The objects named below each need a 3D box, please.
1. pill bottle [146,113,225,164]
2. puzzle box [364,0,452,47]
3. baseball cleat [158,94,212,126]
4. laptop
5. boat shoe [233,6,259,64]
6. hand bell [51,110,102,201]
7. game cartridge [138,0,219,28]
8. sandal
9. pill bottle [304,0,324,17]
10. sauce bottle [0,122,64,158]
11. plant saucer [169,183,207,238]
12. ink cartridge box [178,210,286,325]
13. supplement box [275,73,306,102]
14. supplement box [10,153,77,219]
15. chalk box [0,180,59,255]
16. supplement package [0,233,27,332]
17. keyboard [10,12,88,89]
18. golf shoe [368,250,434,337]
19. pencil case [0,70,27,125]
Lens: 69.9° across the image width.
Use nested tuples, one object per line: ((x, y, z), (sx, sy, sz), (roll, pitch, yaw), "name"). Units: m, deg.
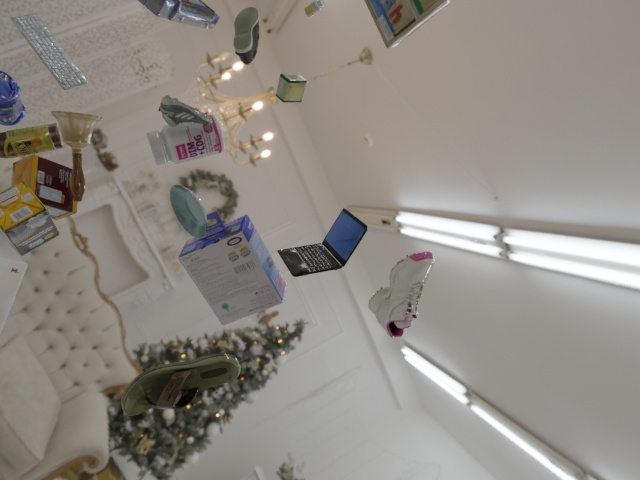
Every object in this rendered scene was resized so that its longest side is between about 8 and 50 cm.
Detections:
((-0.548, -0.406, 1.871), (0.160, 0.283, 0.160), (161, -90, -74), "pill bottle")
((0.216, -0.823, 1.339), (0.272, 0.052, 0.409), (-24, -87, 49), "puzzle box")
((-0.515, -0.468, 1.744), (0.205, 0.109, 0.072), (29, 21, 1), "baseball cleat")
((0.000, 0.000, 1.563), (0.234, 0.264, 0.137), (-133, -144, -64), "laptop")
((-0.242, -0.681, 1.518), (0.069, 0.081, 0.228), (72, 19, -58), "boat shoe")
((-0.681, -0.231, 1.285), (0.126, 0.126, 0.242), (-150, -118, -69), "hand bell")
((-0.402, -0.638, 1.152), (0.230, 0.068, 0.355), (35, 21, -6), "game cartridge")
((-0.350, 0.369, 1.153), (0.086, 0.302, 0.120), (-118, -167, -51), "sandal")
((-0.024, -0.971, 1.907), (0.083, 0.043, 0.043), (-20, -81, 37), "pill bottle")
((-1.244, -0.395, 1.872), (0.111, 0.344, 0.112), (163, -90, -72), "sauce bottle")
((-0.428, -0.101, 1.521), (0.195, 0.037, 0.195), (28, -45, 33), "plant saucer")
((-0.331, 0.088, 1.699), (0.151, 0.269, 0.396), (-92, 158, -62), "ink cartridge box")
((-0.105, -0.546, 1.642), (0.056, 0.083, 0.083), (47, -46, 32), "supplement box")
((-1.085, -0.205, 1.808), (0.194, 0.129, 0.191), (25, 55, -60), "supplement box")
((-0.922, -0.056, 1.427), (0.132, 0.132, 0.213), (46, -30, 10), "chalk box")
((-0.784, 0.064, 0.970), (0.293, 0.178, 0.175), (23, 1, 39), "supplement package")
((-0.756, -0.529, 1.279), (0.256, 0.072, 0.014), (53, -31, 2), "keyboard")
((0.236, 0.150, 1.237), (0.306, 0.115, 0.140), (113, -35, -48), "golf shoe")
((-1.235, -0.550, 1.793), (0.306, 0.133, 0.119), (-13, -86, 61), "pencil case")
